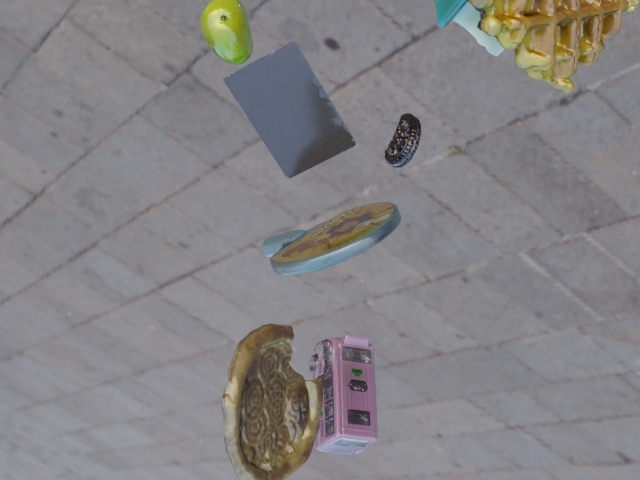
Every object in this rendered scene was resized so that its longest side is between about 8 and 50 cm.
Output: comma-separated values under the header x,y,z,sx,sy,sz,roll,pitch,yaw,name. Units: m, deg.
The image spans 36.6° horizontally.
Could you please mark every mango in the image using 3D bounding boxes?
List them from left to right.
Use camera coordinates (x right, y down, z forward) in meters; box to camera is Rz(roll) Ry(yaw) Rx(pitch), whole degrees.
x,y,z,sx,sy,sz,roll,pitch,yaw,name
-0.112,-0.258,1.202,0.056,0.073,0.108,-7,167,16,mango

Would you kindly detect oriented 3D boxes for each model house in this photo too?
x,y,z,sx,sy,sz,roll,pitch,yaw,name
0.206,-0.336,1.247,0.149,0.127,0.100,29,147,-12,model house

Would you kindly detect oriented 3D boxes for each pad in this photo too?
x,y,z,sx,sy,sz,roll,pitch,yaw,name
-0.050,-0.217,1.630,0.143,0.003,0.211,-25,113,18,pad

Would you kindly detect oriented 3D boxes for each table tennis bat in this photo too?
x,y,z,sx,sy,sz,roll,pitch,yaw,name
0.000,0.000,1.575,0.329,0.215,0.044,-6,114,58,table tennis bat

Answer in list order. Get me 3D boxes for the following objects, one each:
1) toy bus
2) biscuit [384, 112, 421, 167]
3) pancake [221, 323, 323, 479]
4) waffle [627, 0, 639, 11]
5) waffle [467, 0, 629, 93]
x,y,z,sx,sy,sz,roll,pitch,yaw,name
0.042,0.262,1.674,0.096,0.198,0.108,11,152,-23,toy bus
0.136,-0.165,1.596,0.027,0.089,0.087,19,135,-26,biscuit
-0.064,0.224,1.290,0.029,0.211,0.235,2,140,32,pancake
0.571,-0.467,1.733,0.046,0.192,0.160,45,-169,-21,waffle
0.271,-0.327,1.082,0.282,0.300,0.058,12,-177,-44,waffle
